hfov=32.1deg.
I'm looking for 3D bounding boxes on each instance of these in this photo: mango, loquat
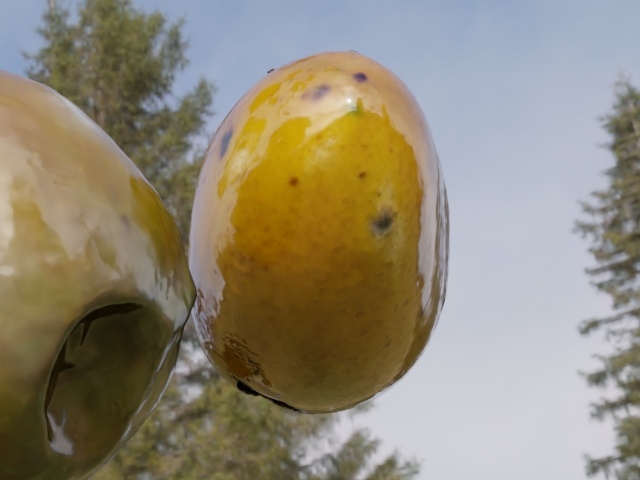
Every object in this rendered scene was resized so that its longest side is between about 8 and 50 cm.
[{"bbox_3d":[0.000,0.000,0.635,0.160,0.191,0.290,13,-17,3],"label":"mango"},{"bbox_3d":[-0.158,0.015,0.463,0.227,0.179,0.179,23,-3,38],"label":"loquat"}]
